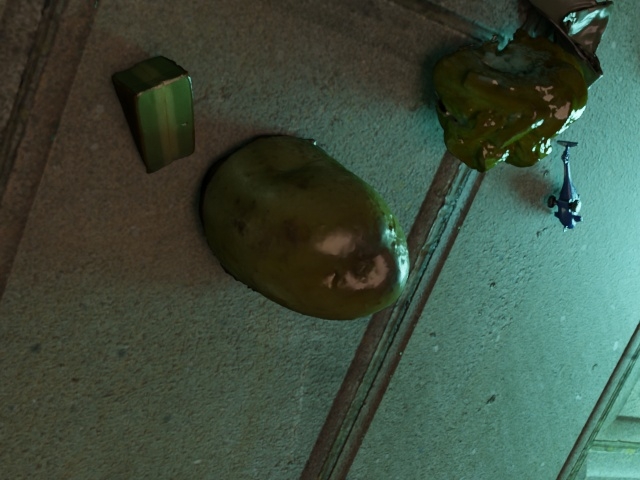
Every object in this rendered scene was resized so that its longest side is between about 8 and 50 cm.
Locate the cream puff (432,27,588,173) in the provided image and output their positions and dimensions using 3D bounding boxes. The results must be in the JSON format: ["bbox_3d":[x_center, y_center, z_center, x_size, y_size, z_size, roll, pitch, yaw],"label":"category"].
[{"bbox_3d":[0.270,-0.183,1.253,0.220,0.195,0.195,-18,123,-18],"label":"cream puff"}]

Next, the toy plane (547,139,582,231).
[{"bbox_3d":[0.412,-0.088,1.471,0.062,0.054,0.167,-46,135,-36],"label":"toy plane"}]

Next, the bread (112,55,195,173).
[{"bbox_3d":[-0.183,-0.136,1.046,0.074,0.084,0.139,-26,126,-19],"label":"bread"}]

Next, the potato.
[{"bbox_3d":[0.000,0.000,1.153,0.242,0.242,0.285,-42,126,-7],"label":"potato"}]

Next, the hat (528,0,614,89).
[{"bbox_3d":[0.357,-0.318,1.309,0.175,0.085,0.147,35,60,-20],"label":"hat"}]
